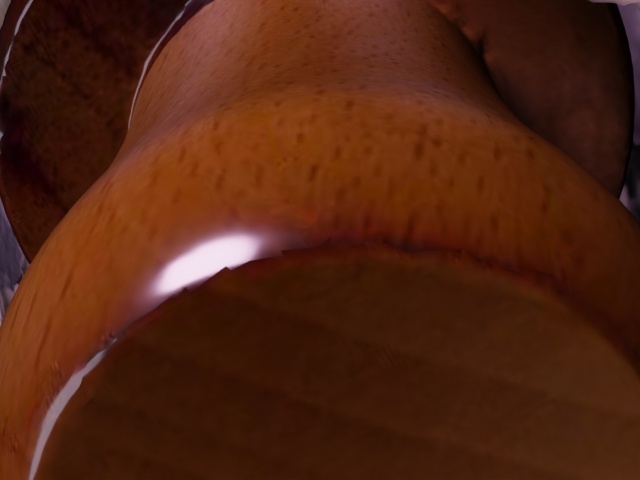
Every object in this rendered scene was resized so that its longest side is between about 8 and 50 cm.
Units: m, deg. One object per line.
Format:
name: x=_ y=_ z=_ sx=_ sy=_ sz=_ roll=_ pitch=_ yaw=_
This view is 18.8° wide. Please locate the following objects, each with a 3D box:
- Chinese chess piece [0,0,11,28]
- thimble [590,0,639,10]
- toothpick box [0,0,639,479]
Chinese chess piece: x=-0.145 y=-0.209 z=1.000 sx=0.238 sy=0.092 sz=0.237 roll=38 pitch=135 yaw=52
thimble: x=0.104 y=-0.193 z=0.419 sx=0.271 sy=0.150 sz=0.270 roll=37 pitch=133 yaw=54
toothpick box: x=0.000 y=0.000 z=0.501 sx=0.294 sy=0.192 sz=0.192 roll=-94 pitch=3 yaw=-66
